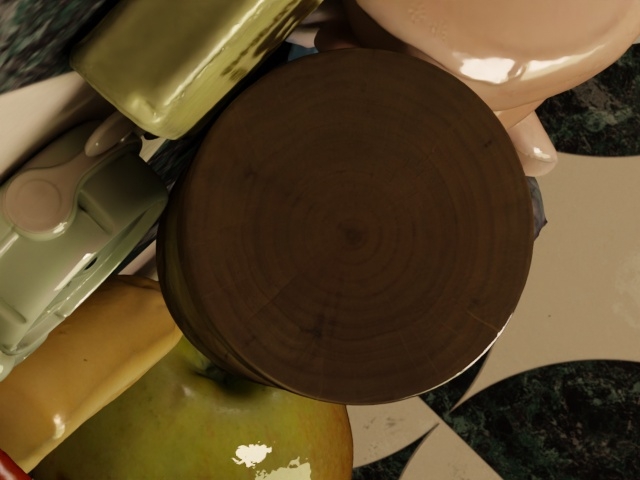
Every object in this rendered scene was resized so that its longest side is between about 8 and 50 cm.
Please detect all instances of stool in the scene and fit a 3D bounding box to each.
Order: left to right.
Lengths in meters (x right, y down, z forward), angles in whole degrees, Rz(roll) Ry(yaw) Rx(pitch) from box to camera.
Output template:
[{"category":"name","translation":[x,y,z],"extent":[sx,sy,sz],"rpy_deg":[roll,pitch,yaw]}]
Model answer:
[{"category":"stool","translation":[0.000,0.000,0.890],"extent":[0.179,0.179,0.264],"rpy_deg":[-45,-176,-9]}]

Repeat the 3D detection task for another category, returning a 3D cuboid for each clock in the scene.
[{"category":"clock","translation":[-0.147,0.000,0.854],"extent":[0.191,0.062,0.151],"rpy_deg":[-47,178,14]}]

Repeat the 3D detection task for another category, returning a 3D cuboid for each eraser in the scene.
[{"category":"eraser","translation":[-0.033,-0.125,0.737],"extent":[0.172,0.058,0.117],"rpy_deg":[-46,178,5]}]

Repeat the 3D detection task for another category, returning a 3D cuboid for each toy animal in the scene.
[{"category":"toy animal","translation":[0.085,-0.143,0.936],"extent":[0.213,0.195,0.256],"rpy_deg":[-3,177,-16]}]

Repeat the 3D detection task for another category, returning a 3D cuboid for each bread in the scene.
[{"category":"bread","translation":[-0.203,0.100,1.199],"extent":[0.147,0.098,0.217],"rpy_deg":[-46,176,35]}]

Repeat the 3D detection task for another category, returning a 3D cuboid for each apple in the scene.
[{"category":"apple","translation":[-0.130,0.187,1.593],"extent":[0.338,0.338,0.305],"rpy_deg":[-45,158,-30]}]

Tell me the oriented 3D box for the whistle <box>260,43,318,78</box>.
[{"category":"whistle","translation":[0.001,-0.111,1.206],"extent":[0.269,0.093,0.180],"rpy_deg":[-50,157,1]}]

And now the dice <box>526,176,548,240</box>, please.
[{"category":"dice","translation":[0.080,-0.016,1.417],"extent":[0.182,0.183,0.181],"rpy_deg":[-46,-179,39]}]

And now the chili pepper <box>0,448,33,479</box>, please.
[{"category":"chili pepper","translation":[-0.187,0.244,0.978],"extent":[0.134,0.338,0.131],"rpy_deg":[-43,174,-18]}]

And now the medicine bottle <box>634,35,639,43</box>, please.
[{"category":"medicine bottle","translation":[0.244,-0.287,1.036],"extent":[0.208,0.208,0.340],"rpy_deg":[-45,177,-21]}]
